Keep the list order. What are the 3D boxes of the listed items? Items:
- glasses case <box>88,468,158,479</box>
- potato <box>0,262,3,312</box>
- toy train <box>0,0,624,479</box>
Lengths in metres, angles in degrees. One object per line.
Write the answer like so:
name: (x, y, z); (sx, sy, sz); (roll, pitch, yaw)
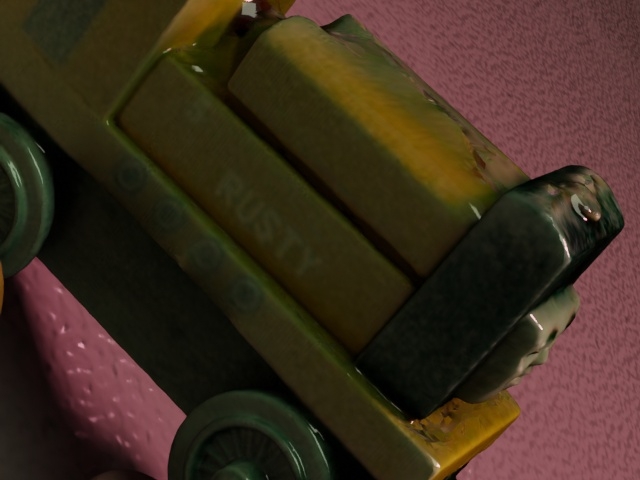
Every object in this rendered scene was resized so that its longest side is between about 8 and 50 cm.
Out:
glasses case: (-0.031, 0.251, 0.762); (0.314, 0.075, 0.122); (53, 24, -12)
potato: (-0.237, -0.027, 0.595); (0.228, 0.148, 0.197); (54, 9, -41)
toy train: (-0.036, -0.015, 0.760); (0.397, 0.253, 0.160); (45, 22, 14)
